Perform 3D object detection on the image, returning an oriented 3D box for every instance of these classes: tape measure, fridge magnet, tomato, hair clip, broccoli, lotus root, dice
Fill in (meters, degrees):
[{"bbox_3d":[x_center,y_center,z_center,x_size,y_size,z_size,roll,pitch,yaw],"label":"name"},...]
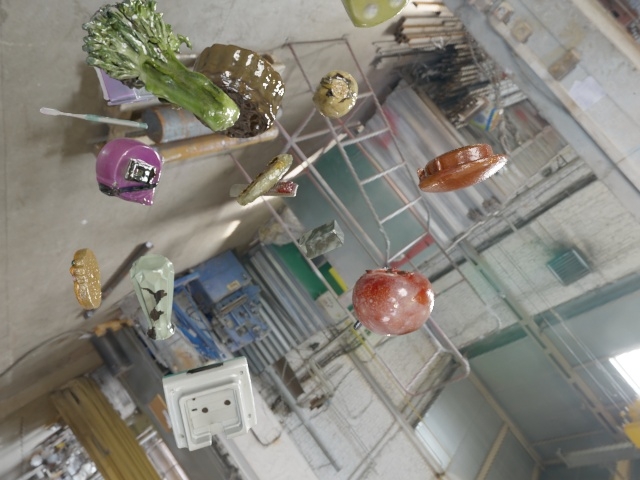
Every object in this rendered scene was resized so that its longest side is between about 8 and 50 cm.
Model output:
[{"bbox_3d":[-0.697,-0.257,1.619,0.245,0.149,0.231,5,108,-65],"label":"tape measure"},{"bbox_3d":[0.582,-0.293,1.805,0.364,0.155,0.363,-15,177,-1],"label":"fridge magnet"},{"bbox_3d":[0.236,0.205,1.447,0.271,0.226,0.270,0,-174,0],"label":"tomato"},{"bbox_3d":[0.196,0.230,1.651,0.275,0.048,0.083,-60,-164,9],"label":"hair clip"},{"bbox_3d":[-0.267,-0.296,0.765,0.164,0.304,0.145,-50,171,-1],"label":"broccoli"},{"bbox_3d":[0.051,-0.592,1.772,0.183,0.182,0.310,-37,-162,0],"label":"lotus root"},{"bbox_3d":[0.178,-0.927,1.545,0.239,0.226,0.233,-25,141,12],"label":"dice"}]

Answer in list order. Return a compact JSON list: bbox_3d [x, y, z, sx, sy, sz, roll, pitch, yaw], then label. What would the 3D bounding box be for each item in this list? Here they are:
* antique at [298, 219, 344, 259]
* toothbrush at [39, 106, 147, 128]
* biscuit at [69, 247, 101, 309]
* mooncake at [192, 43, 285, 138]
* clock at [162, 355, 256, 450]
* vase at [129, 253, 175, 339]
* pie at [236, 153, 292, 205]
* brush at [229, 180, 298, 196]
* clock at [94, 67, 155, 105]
[{"bbox_3d":[0.000,0.000,1.830,0.183,0.086,0.088,-24,-151,20],"label":"antique"},{"bbox_3d":[-0.392,-0.214,0.760,0.167,0.014,0.011,2,121,-31],"label":"toothbrush"},{"bbox_3d":[-0.645,0.103,1.181,0.050,0.170,0.170,-9,165,-14],"label":"biscuit"},{"bbox_3d":[-0.295,-0.492,1.482,0.324,0.324,0.187,126,-20,-66],"label":"mooncake"},{"bbox_3d":[-0.341,0.514,1.366,0.263,0.230,0.116,-11,-164,-17],"label":"clock"},{"bbox_3d":[-0.662,0.232,1.747,0.165,0.165,0.359,-30,137,-44],"label":"vase"},{"bbox_3d":[-0.204,-0.227,1.609,0.274,0.055,0.274,-40,-162,15],"label":"pie"},{"bbox_3d":[-0.244,-0.212,1.775,0.321,0.060,0.050,3,158,28],"label":"brush"},{"bbox_3d":[-0.442,-0.392,1.002,0.073,0.144,0.193,-9,-159,2],"label":"clock"}]
